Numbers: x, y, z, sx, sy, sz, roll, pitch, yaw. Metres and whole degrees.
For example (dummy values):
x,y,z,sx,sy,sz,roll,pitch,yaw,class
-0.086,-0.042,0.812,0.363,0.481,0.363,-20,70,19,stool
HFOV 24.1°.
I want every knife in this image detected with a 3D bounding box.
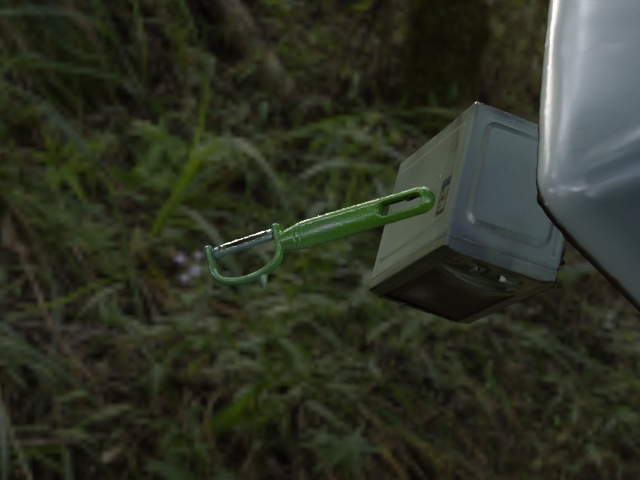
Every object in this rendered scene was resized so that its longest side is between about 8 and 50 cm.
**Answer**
x,y,z,sx,sy,sz,roll,pitch,yaw,class
0.000,0.000,1.278,0.212,0.054,0.015,-17,-25,17,knife

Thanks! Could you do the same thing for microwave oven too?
x,y,z,sx,sy,sz,roll,pitch,yaw,class
0.150,-0.018,1.420,0.129,0.163,0.205,20,-18,-13,microwave oven

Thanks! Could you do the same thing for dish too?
x,y,z,sx,sy,sz,roll,pitch,yaw,class
0.193,-0.015,0.619,0.080,0.243,0.182,-30,30,32,dish
